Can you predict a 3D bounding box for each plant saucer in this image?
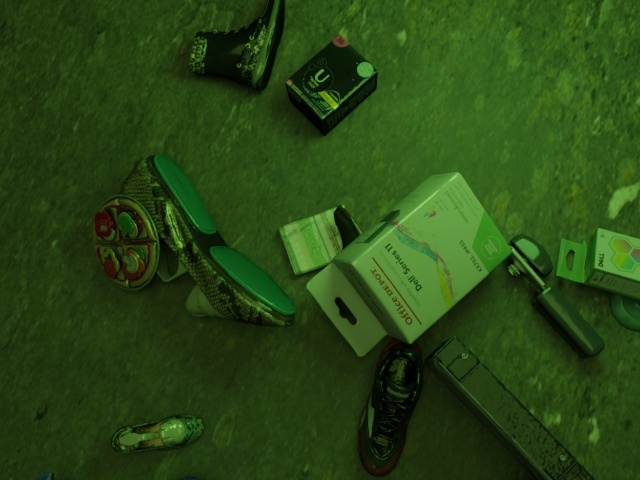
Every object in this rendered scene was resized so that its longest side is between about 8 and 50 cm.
[{"bbox_3d":[0.648,0.124,1.556,0.119,0.021,0.119,-1,79,3],"label":"plant saucer"}]

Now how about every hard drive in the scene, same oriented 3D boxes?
[{"bbox_3d":[0.335,0.325,1.426,0.064,0.237,0.339,-44,80,-5],"label":"hard drive"}]

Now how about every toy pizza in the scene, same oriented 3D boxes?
[{"bbox_3d":[-0.409,0.006,1.580,0.201,0.032,0.201,7,103,34],"label":"toy pizza"}]

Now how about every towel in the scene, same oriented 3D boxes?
[{"bbox_3d":[0.000,0.000,1.622,0.152,0.023,0.113,-20,80,-3],"label":"towel"}]

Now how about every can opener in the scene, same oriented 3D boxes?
[{"bbox_3d":[0.469,0.109,1.543,0.093,0.074,0.280,-35,79,-5],"label":"can opener"}]

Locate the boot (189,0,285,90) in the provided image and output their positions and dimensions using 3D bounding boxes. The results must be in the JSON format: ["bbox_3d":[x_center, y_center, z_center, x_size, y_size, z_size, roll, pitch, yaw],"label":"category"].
[{"bbox_3d":[-0.180,-0.456,1.689,0.179,0.085,0.236,12,80,8],"label":"boot"}]

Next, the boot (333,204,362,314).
[{"bbox_3d":[0.052,0.043,1.562,0.106,0.082,0.219,-26,90,-6],"label":"boot"}]

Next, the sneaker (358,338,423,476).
[{"bbox_3d":[0.135,0.322,1.490,0.098,0.135,0.276,15,81,4],"label":"sneaker"}]

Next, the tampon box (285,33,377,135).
[{"bbox_3d":[0.025,-0.331,1.642,0.161,0.101,0.120,-43,80,-6],"label":"tampon box"}]

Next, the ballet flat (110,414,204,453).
[{"bbox_3d":[-0.329,0.392,1.539,0.189,0.070,0.070,-14,78,0],"label":"ballet flat"}]

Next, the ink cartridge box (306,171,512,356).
[{"bbox_3d":[0.172,0.054,1.491,0.353,0.119,0.207,-40,104,-12],"label":"ink cartridge box"}]

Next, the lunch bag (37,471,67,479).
[{"bbox_3d":[-0.529,0.583,1.432,0.138,0.221,0.293,1,79,3],"label":"lunch bag"}]

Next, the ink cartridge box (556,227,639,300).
[{"bbox_3d":[0.588,0.044,1.534,0.209,0.062,0.109,16,52,7],"label":"ink cartridge box"}]

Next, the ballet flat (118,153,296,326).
[{"bbox_3d":[-0.251,0.037,1.577,0.182,0.164,0.483,-47,73,16],"label":"ballet flat"}]

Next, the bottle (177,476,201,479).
[{"bbox_3d":[-0.349,0.523,1.423,0.283,0.118,0.092,-10,76,-35],"label":"bottle"}]
